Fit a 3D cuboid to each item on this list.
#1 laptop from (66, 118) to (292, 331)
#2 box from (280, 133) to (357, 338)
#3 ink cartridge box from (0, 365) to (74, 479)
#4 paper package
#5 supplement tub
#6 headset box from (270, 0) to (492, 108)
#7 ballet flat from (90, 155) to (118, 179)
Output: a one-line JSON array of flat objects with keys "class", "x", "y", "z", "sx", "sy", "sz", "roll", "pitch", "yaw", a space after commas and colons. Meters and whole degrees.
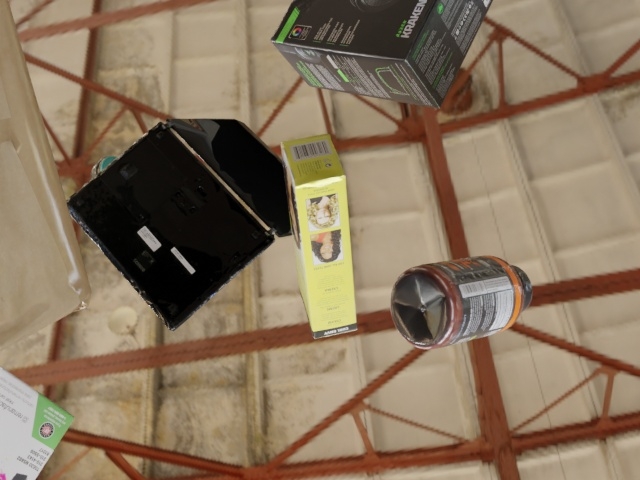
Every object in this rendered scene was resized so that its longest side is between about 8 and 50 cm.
[{"class": "laptop", "x": -0.146, "y": -0.035, "z": 1.135, "sx": 0.264, "sy": 0.136, "sz": 0.234, "roll": -42, "pitch": -111, "yaw": -8}, {"class": "box", "x": 0.000, "y": 0.000, "z": 0.981, "sx": 0.058, "sy": 0.232, "sz": 0.087, "roll": -12, "pitch": -140, "yaw": -6}, {"class": "ink cartridge box", "x": -0.552, "y": 0.342, "z": 1.355, "sx": 0.117, "sy": 0.201, "sz": 0.278, "roll": 14, "pitch": -116, "yaw": 34}, {"class": "paper package", "x": -0.395, "y": -0.064, "z": 0.793, "sx": 0.309, "sy": 0.325, "sz": 0.168, "roll": -3, "pitch": -165, "yaw": 40}, {"class": "supplement tub", "x": 0.188, "y": 0.074, "z": 1.109, "sx": 0.198, "sy": 0.106, "sz": 0.106, "roll": -6, "pitch": -144, "yaw": -44}, {"class": "headset box", "x": 0.095, "y": -0.357, "z": 1.339, "sx": 0.283, "sy": 0.131, "sz": 0.246, "roll": 19, "pitch": -105, "yaw": 38}, {"class": "ballet flat", "x": -0.278, "y": -0.068, "z": 1.560, "sx": 0.280, "sy": 0.096, "sz": 0.095, "roll": 26, "pitch": -126, "yaw": -13}]
